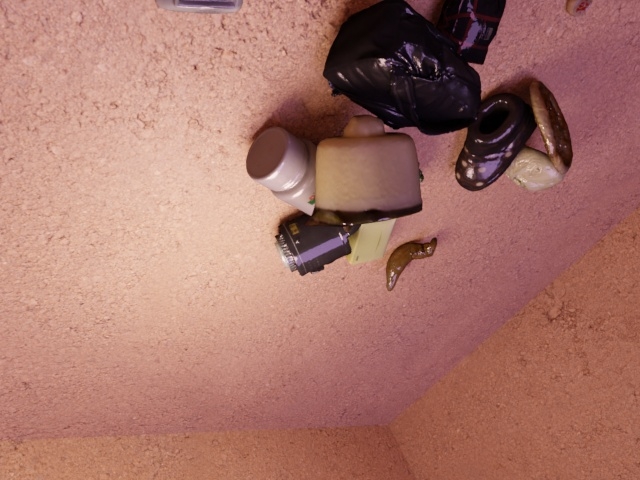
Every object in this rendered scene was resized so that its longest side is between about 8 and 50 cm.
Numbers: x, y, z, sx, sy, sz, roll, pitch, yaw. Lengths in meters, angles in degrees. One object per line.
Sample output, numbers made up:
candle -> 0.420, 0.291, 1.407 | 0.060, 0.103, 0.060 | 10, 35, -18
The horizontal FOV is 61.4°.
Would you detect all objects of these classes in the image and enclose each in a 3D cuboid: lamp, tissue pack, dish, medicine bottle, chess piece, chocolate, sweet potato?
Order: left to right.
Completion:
dish -> -0.268, -0.593, 1.244 | 0.213, 0.077, 0.151 | -9, 137, -25
medicine bottle -> -0.054, -0.207, 1.702 | 0.208, 0.208, 0.340 | -44, 140, 18
lamp -> -0.029, -0.004, 1.944 | 0.272, 0.205, 0.374 | -17, 151, -22
chocolate -> 0.124, -0.198, 1.541 | 0.314, 0.296, 0.326 | -11, -176, -35
tissue pack -> 0.186, -0.031, 2.117 | 0.159, 0.125, 0.234 | -10, 139, -23
sweet potato -> 0.378, 0.078, 2.363 | 0.310, 0.124, 0.098 | -40, 154, -1
chess piece -> 0.849, -0.779, 1.769 | 0.084, 0.038, 0.083 | -18, 142, -15

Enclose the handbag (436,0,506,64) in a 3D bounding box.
handbag -> 0.424, -0.630, 1.569 | 0.169, 0.155, 0.215 | -1, 126, -22

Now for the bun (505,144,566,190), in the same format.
bun -> 0.831, -0.287, 2.148 | 0.259, 0.259, 0.160 | 12, 114, -40

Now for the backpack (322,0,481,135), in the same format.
backpack -> 0.244, -0.441, 1.491 | 0.446, 0.363, 0.254 | 20, 85, -28

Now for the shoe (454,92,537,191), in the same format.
shoe -> 0.612, -0.357, 1.980 | 0.237, 0.171, 0.384 | 9, 127, -47

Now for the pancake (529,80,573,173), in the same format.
pancake -> 0.837, -0.404, 1.949 | 0.065, 0.356, 0.356 | -14, 154, 37

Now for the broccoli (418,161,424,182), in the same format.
broccoli -> 0.239, -0.185, 1.880 | 0.270, 0.270, 0.269 | -3, 119, -5
